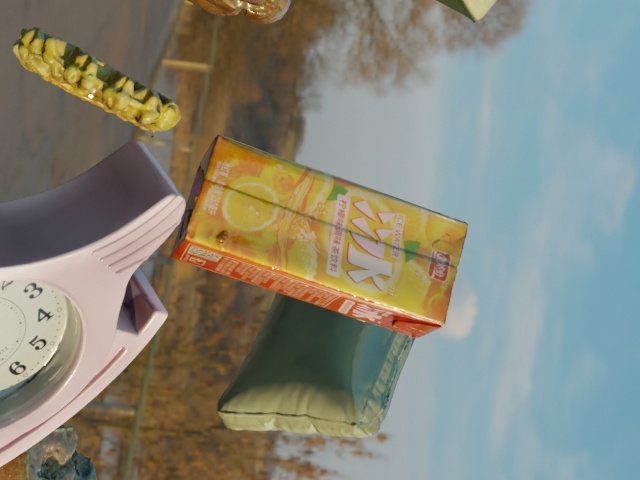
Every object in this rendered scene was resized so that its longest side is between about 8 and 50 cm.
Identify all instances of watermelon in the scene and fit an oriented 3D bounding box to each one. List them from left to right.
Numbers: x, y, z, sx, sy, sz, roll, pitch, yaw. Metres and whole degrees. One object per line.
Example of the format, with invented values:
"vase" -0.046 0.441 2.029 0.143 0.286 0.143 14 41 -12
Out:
"watermelon" -0.436 0.426 1.660 0.264 0.151 0.302 15 66 -75

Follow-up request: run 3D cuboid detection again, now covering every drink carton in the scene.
"drink carton" 0.000 0.000 0.890 0.071 0.222 0.096 139 -32 -69

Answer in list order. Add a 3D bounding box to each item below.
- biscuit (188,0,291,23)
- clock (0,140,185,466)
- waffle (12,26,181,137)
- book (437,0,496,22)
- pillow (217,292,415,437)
"biscuit" -0.128 -0.221 0.816 0.042 0.225 0.226 -64 -174 3
"clock" -0.236 0.028 0.803 0.080 0.290 0.275 47 -7 39
"waffle" -0.280 -0.198 1.412 0.056 0.249 0.253 -62 166 -2
"book" -0.061 -0.290 0.723 0.043 0.371 0.260 -55 154 0
"pillow" 0.015 0.143 1.552 0.120 0.255 0.322 64 38 -36
